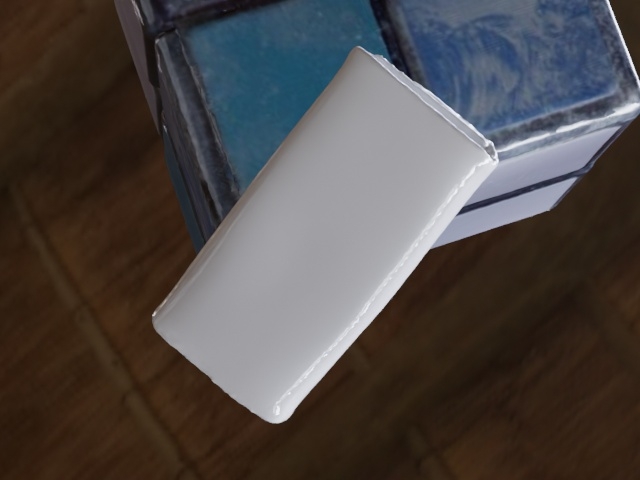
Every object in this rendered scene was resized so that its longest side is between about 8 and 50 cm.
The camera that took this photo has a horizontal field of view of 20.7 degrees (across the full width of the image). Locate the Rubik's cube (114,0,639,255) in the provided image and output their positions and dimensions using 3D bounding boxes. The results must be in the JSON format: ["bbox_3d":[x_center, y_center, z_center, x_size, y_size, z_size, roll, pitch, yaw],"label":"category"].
[{"bbox_3d":[0.023,-0.152,1.322,0.313,0.316,0.318,-18,-100,-7],"label":"Rubik's cube"}]

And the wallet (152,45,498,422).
[{"bbox_3d":[0.000,0.000,0.586,0.061,0.122,0.025,38,-163,-1],"label":"wallet"}]
